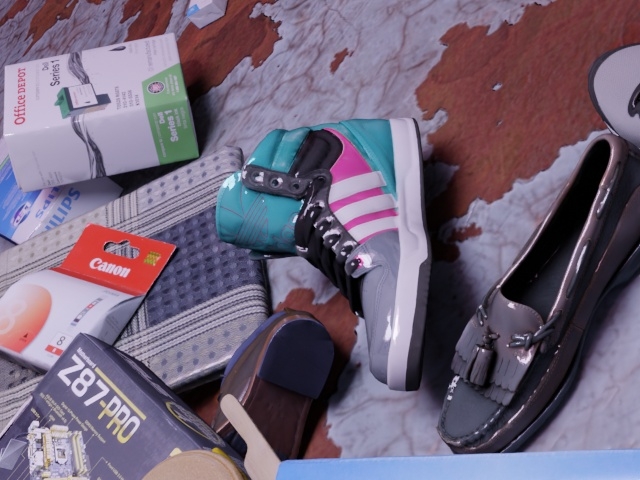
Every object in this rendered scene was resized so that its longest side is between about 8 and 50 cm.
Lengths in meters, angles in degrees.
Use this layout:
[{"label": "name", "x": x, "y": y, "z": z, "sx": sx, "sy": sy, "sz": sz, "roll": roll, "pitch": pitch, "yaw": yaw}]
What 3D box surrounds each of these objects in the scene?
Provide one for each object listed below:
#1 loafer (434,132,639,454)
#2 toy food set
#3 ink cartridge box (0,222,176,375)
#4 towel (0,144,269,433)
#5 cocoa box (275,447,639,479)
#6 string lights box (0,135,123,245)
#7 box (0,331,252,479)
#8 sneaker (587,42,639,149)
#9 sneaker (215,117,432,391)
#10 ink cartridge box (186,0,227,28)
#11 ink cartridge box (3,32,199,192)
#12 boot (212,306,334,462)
[{"label": "loafer", "x": 0.160, "y": 0.039, "z": 0.831, "sx": 0.268, "sy": 0.084, "sz": 0.096, "roll": -55, "pitch": 37, "yaw": -5}, {"label": "toy food set", "x": -0.093, "y": 0.213, "z": 0.784, "sx": 0.192, "sy": 0.038, "sz": 0.132, "roll": -45, "pitch": 45, "yaw": 6}, {"label": "ink cartridge box", "x": -0.252, "y": 0.053, "z": 1.147, "sx": 0.145, "sy": 0.045, "sz": 0.179, "roll": 13, "pitch": 63, "yaw": 37}, {"label": "towel", "x": -0.207, "y": 0.068, "z": 1.178, "sx": 0.324, "sy": 0.056, "sz": 0.312, "roll": -23, "pitch": 45, "yaw": 10}, {"label": "cocoa box", "x": 0.140, "y": 0.253, "z": 0.453, "sx": 0.231, "sy": 0.347, "sz": 0.228, "roll": -11, "pitch": 52, "yaw": 40}, {"label": "string lights box", "x": -0.380, "y": -0.057, "z": 1.479, "sx": 0.259, "sy": 0.076, "sz": 0.133, "roll": 21, "pitch": 75, "yaw": 52}, {"label": "box", "x": -0.153, "y": 0.302, "z": 0.846, "sx": 0.395, "sy": 0.097, "sz": 0.318, "roll": 35, "pitch": 88, "yaw": 37}, {"label": "sneaker", "x": 0.285, "y": -0.095, "z": 0.798, "sx": 0.100, "sy": 0.108, "sz": 0.271, "roll": -51, "pitch": 35, "yaw": 3}, {"label": "sneaker", "x": 0.000, "y": 0.000, "z": 0.937, "sx": 0.178, "sy": 0.124, "sz": 0.296, "roll": 0, "pitch": 43, "yaw": 0}, {"label": "ink cartridge box", "x": -0.150, "y": -0.334, "z": 1.513, "sx": 0.048, "sy": 0.028, "sz": 0.083, "roll": -21, "pitch": 46, "yaw": 33}, {"label": "ink cartridge box", "x": -0.269, "y": -0.157, "z": 1.356, "sx": 0.219, "sy": 0.093, "sz": 0.160, "roll": -12, "pitch": 42, "yaw": -5}, {"label": "boot", "x": -0.058, "y": 0.158, "z": 0.992, "sx": 0.219, "sy": 0.082, "sz": 0.106, "roll": -59, "pitch": 11, "yaw": 5}]
